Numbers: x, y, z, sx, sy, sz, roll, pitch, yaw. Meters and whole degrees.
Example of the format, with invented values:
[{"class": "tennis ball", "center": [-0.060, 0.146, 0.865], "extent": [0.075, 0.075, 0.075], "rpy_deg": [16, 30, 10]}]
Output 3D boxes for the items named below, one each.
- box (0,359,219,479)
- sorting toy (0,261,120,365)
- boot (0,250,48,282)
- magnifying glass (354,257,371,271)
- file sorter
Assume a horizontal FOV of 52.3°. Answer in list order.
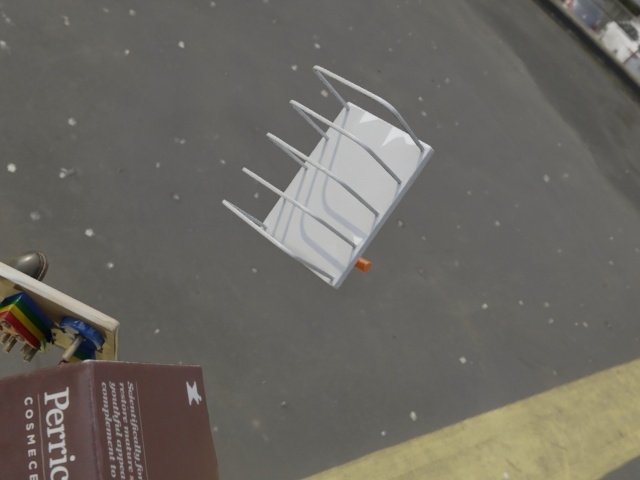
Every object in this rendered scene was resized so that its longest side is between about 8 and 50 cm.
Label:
[{"class": "box", "center": [-0.189, 0.181, 0.427], "extent": [0.167, 0.203, 0.169], "rpy_deg": [45, 32, -73]}, {"class": "sorting toy", "center": [-0.282, 0.091, 0.658], "extent": [0.274, 0.132, 0.046], "rpy_deg": [27, 56, -1]}, {"class": "boot", "center": [-0.467, 0.066, 0.837], "extent": [0.219, 0.106, 0.082], "rpy_deg": [-34, 64, -13]}, {"class": "magnifying glass", "center": [0.000, 0.000, 1.283], "extent": [0.230, 0.026, 0.092], "rpy_deg": [31, 10, 26]}, {"class": "file sorter", "center": [0.004, -0.104, 1.048], "extent": [0.192, 0.278, 0.173], "rpy_deg": [36, 2, 33]}]
